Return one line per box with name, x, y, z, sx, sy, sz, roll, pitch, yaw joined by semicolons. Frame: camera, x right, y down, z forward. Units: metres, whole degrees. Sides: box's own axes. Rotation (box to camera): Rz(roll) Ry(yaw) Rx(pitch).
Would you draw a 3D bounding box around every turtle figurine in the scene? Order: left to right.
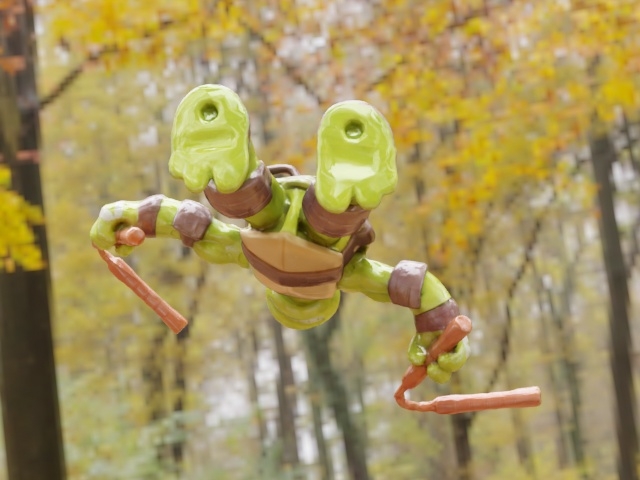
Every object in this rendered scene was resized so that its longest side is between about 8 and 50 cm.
turtle figurine;0.000;0.000;0.934;0.269;0.087;0.217;21;-23;11
